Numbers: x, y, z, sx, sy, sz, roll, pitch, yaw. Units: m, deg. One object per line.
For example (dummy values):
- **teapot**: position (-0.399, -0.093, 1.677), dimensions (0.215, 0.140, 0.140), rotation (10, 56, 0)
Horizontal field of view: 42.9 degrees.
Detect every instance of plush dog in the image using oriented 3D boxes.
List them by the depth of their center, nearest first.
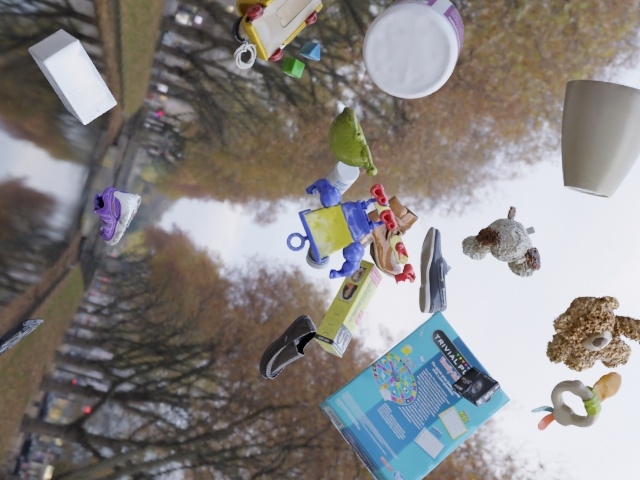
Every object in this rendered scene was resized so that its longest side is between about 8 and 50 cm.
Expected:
- **plush dog**: position (0.612, 0.003, 2.639), dimensions (0.225, 0.262, 0.211), rotation (-73, -176, -80)

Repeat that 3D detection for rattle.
- **rattle**: position (0.630, 0.393, 2.023), dimensions (0.143, 0.130, 0.200), rotation (-50, 172, -36)

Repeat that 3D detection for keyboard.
- **keyboard**: position (-0.627, 0.200, 1.552), dimensions (0.192, 0.038, 0.100), rotation (-38, 176, 6)

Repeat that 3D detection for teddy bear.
- **teddy bear**: position (0.672, 0.253, 1.992), dimensions (0.338, 0.245, 0.113), rotation (83, 12, -61)

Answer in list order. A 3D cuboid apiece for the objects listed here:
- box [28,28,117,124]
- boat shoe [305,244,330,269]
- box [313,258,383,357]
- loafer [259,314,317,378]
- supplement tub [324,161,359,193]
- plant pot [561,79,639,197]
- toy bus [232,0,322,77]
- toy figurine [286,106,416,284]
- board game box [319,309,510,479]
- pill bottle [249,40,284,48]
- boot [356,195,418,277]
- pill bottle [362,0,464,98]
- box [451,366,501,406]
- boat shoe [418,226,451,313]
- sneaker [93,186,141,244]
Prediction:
- **box**: position (-0.552, -0.365, 1.815), dimensions (0.091, 0.170, 0.130), rotation (-36, -141, -14)
- **boat shoe**: position (0.000, 0.000, 2.151), dimensions (0.183, 0.065, 0.083), rotation (-85, -176, -60)
- **box**: position (0.070, 0.163, 1.997), dimensions (0.232, 0.058, 0.087), rotation (-61, 149, -19)
- **loafer**: position (-0.092, 0.317, 2.365), dimensions (0.220, 0.080, 0.078), rotation (-52, -132, -3)
- **supplement tub**: position (0.057, -0.176, 2.292), dimensions (0.107, 0.071, 0.071), rotation (134, -29, -60)
- **plant pot**: position (0.749, -0.261, 2.175), dimensions (0.256, 0.256, 0.274), rotation (-156, -99, -77)
- **toy bus**: position (-0.093, -0.387, 1.394), dimensions (0.104, 0.202, 0.191), rotation (21, -74, 38)
- **toy figurine**: position (0.024, -0.052, 1.564), dimensions (0.191, 0.217, 0.362), rotation (-71, 139, -82)
- **board game box**: position (0.207, 0.354, 1.781), dimensions (0.336, 0.254, 0.079), rotation (-35, 172, -21)
- **pill bottle**: position (-0.148, -0.613, 2.207), dimensions (0.187, 0.112, 0.112), rotation (87, 10, -55)
- **boot**: position (0.175, -0.005, 1.937), dimensions (0.152, 0.197, 0.073), rotation (-42, -141, 8)
- **pill bottle**: position (0.185, -0.381, 1.547), dimensions (0.169, 0.169, 0.301), rotation (-65, 177, 26)
- **box**: position (0.325, 0.306, 1.704), dimensions (0.067, 0.018, 0.083), rotation (-36, -151, -15)
- **boat shoe**: position (0.275, 0.072, 1.934), dimensions (0.075, 0.065, 0.206), rotation (162, -67, -79)
- **sneaker**: position (-0.350, -0.050, 1.370), dimensions (0.170, 0.071, 0.068), rotation (-45, -161, 58)
